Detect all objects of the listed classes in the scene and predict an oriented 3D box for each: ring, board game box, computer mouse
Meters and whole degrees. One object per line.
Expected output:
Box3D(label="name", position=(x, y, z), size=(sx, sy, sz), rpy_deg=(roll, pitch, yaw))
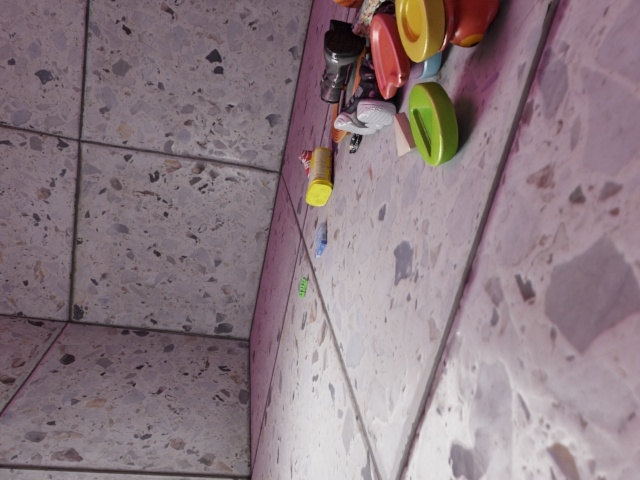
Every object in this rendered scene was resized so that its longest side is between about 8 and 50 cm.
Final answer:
Box3D(label="ring", position=(0.094, -0.473, 1.473), size=(0.336, 0.032, 0.336), rpy_deg=(-171, 90, -77))
Box3D(label="board game box", position=(0.000, 0.000, 1.588), size=(0.090, 0.020, 0.090), rpy_deg=(114, 162, -52))
Box3D(label="computer mouse", position=(0.107, -0.354, 1.295), size=(0.071, 0.041, 0.242), rpy_deg=(-106, 27, -62))

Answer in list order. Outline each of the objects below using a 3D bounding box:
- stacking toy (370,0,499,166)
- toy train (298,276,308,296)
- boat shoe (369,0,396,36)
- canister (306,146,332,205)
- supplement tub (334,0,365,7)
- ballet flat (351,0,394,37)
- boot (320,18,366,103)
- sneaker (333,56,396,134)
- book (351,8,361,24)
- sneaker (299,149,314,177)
Box3D(label="stacking toy", position=(0.197, -0.280, 0.784), size=(0.309, 0.130, 0.279), rpy_deg=(-120, 14, -76))
Box3D(label="toy train", position=(-0.063, 0.174, 1.750), size=(0.017, 0.024, 0.083), rpy_deg=(-129, 49, -63))
Box3D(label="boat shoe", position=(0.156, -0.502, 1.077), size=(0.223, 0.080, 0.073), rpy_deg=(-90, 9, -54))
Box3D(label="canister", position=(-0.002, -0.225, 1.638), size=(0.126, 0.073, 0.169), rpy_deg=(118, 159, -57))
Box3D(label="supplement tub", position=(0.094, -0.815, 1.292), size=(0.207, 0.207, 0.338), rpy_deg=(117, 158, -56))
Box3D(label="ballet flat", position=(0.150, -0.613, 1.200), size=(0.091, 0.077, 0.241), rpy_deg=(-61, 3, -21))
Box3D(label="boot", position=(0.053, -0.505, 1.395), size=(0.338, 0.118, 0.222), rpy_deg=(-79, 2, -55))
Box3D(label="sneaker", position=(0.113, -0.346, 1.131), size=(0.268, 0.101, 0.153), rpy_deg=(-168, 87, -72))
Box3D(label="book", position=(0.113, -0.697, 1.554), size=(0.144, 0.035, 0.096), rpy_deg=(110, 168, -47))
Box3D(label="sneaker", position=(-0.065, -0.331, 2.022), size=(0.042, 0.067, 0.118), rpy_deg=(170, 108, -78))
